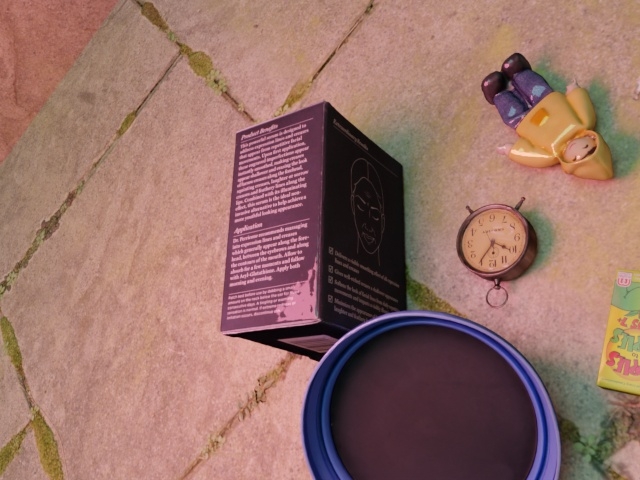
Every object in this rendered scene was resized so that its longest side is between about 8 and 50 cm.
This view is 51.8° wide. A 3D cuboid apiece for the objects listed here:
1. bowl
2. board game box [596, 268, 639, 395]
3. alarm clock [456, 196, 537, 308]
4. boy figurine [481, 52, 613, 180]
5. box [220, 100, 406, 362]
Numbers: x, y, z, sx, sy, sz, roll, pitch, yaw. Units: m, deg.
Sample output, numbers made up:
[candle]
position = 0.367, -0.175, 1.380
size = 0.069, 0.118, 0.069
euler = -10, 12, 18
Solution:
[bowl]
position = 0.164, 0.295, 1.019
size = 0.392, 0.077, 0.390
euler = 2, 96, 17
[board game box]
position = 0.476, 0.138, 0.976
size = 0.092, 0.043, 0.181
euler = 7, 76, 38
[alarm clock]
position = 0.304, 0.024, 1.134
size = 0.129, 0.064, 0.191
euler = -7, 66, 34
[boy figurine]
position = 0.390, -0.197, 1.142
size = 0.177, 0.092, 0.285
euler = -38, 51, 15
[box]
position = 0.000, 0.000, 1.219
size = 0.212, 0.294, 0.395
euler = -12, 66, 32
